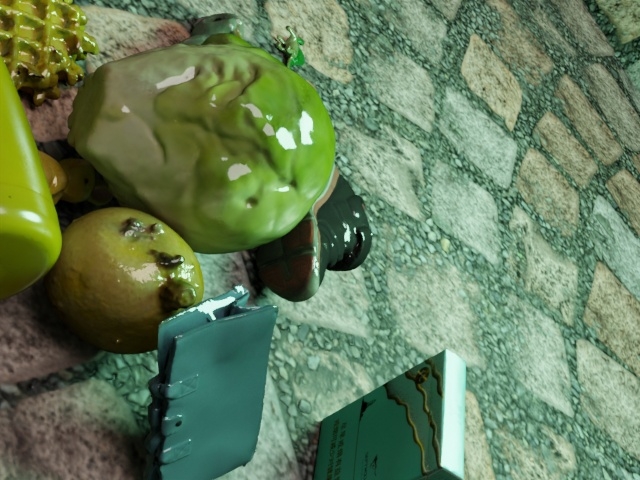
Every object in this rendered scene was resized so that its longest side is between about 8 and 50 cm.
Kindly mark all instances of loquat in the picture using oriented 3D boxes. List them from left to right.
[{"bbox_3d":[-0.204,0.044,1.032,0.172,0.204,0.149,50,58,-36],"label":"loquat"}]

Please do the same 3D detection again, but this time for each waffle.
[{"bbox_3d":[-0.407,-0.300,1.192,0.293,0.069,0.260,53,38,-3],"label":"waffle"}]

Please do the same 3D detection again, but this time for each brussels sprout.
[{"bbox_3d":[-0.123,-0.119,1.136,0.317,0.242,0.273,-14,59,-44],"label":"brussels sprout"}]

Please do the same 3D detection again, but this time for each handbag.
[{"bbox_3d":[-0.123,0.165,1.014,0.057,0.221,0.144,30,34,31],"label":"handbag"}]

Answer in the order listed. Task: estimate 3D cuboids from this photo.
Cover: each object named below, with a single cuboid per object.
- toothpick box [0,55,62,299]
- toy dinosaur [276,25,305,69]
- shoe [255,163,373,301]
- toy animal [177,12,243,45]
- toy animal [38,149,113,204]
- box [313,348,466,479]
[{"bbox_3d":[-0.373,-0.084,0.970,0.175,0.175,0.271,6,54,-44],"label":"toothpick box"},{"bbox_3d":[-0.045,-0.313,1.618,0.060,0.029,0.119,34,40,-41],"label":"toy dinosaur"},{"bbox_3d":[0.000,0.000,1.353,0.137,0.114,0.291,44,34,-21],"label":"shoe"},{"bbox_3d":[-0.158,-0.281,1.404,0.138,0.108,0.236,25,45,-31],"label":"toy animal"},{"bbox_3d":[-0.305,-0.074,1.122,0.159,0.070,0.083,2,58,-51],"label":"toy animal"},{"bbox_3d":[0.078,0.244,1.134,0.041,0.229,0.162,34,41,-24],"label":"box"}]
